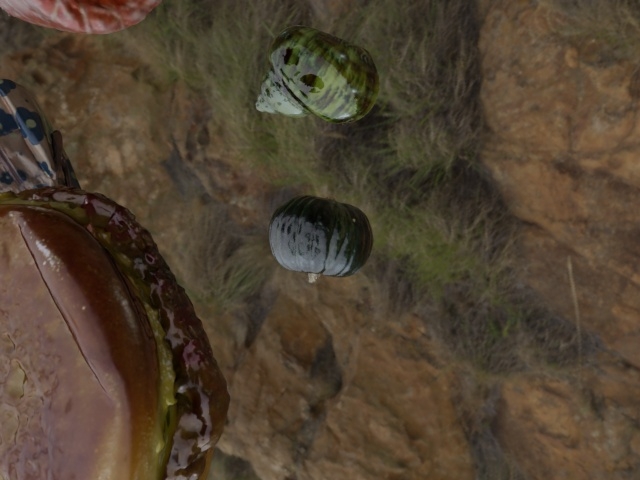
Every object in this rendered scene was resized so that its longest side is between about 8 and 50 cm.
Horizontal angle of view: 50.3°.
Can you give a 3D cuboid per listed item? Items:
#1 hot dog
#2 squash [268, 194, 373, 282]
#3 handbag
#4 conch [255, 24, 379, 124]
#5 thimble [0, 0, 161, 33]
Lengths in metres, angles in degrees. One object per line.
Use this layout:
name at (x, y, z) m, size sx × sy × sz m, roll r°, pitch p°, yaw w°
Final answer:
hot dog at (-0.228, 0.096, 0.656) m, size 0.405 × 0.223 × 0.185 m, roll 53°, pitch -163°, yaw 18°
squash at (0.000, -0.005, 1.398) m, size 0.218 × 0.173 × 0.218 m, roll 9°, pitch 161°, yaw 3°
handbag at (-0.513, -0.118, 1.156) m, size 0.193 × 0.190 × 0.251 m, roll 56°, pitch 167°, yaw 16°
conch at (-0.018, -0.257, 1.101) m, size 0.181 × 0.124 × 0.187 m, roll -38°, pitch 79°, yaw 49°
thimble at (-0.318, -0.387, 0.886) m, size 0.162 × 0.239 × 0.239 m, roll 21°, pitch 149°, yaw 40°
